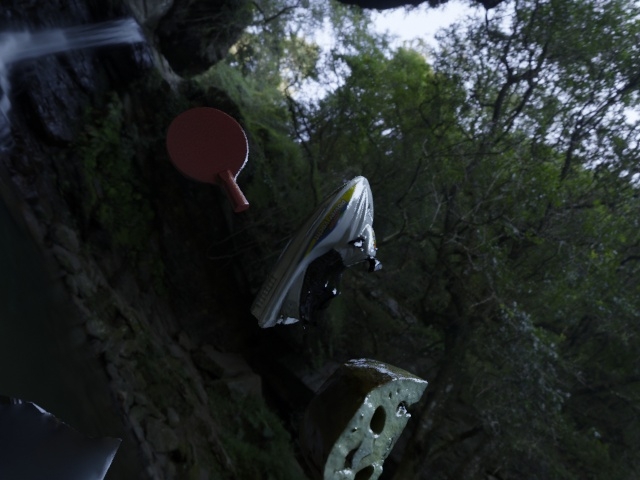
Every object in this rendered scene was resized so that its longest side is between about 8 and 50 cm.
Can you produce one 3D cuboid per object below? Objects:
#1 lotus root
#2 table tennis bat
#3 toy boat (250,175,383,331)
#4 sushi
[{"bbox_3d":[0.058,0.292,0.694,0.138,0.235,0.119,45,-15,-29],"label":"lotus root"},{"bbox_3d":[-0.267,-0.209,1.081,0.310,0.200,0.038,60,-16,12],"label":"table tennis bat"},{"bbox_3d":[0.009,0.034,0.671,0.141,0.269,0.141,41,13,-11],"label":"toy boat"},{"bbox_3d":[-0.486,0.412,0.687,0.227,0.215,0.212,24,-46,-9],"label":"sushi"}]
